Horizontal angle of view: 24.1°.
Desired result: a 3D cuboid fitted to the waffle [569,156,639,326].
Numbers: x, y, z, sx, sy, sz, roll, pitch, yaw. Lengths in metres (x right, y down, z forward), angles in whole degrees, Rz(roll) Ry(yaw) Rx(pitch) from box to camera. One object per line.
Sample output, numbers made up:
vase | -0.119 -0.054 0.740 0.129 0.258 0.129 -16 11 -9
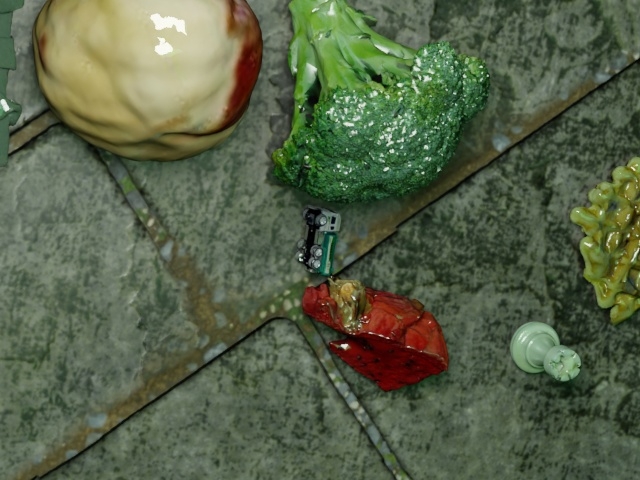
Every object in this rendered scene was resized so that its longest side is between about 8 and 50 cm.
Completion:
waffle | 0.435 -0.013 1.937 0.223 0.054 0.204 -26 107 -10

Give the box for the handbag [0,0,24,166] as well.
handbag | -0.430 -0.204 1.539 0.260 0.079 0.248 0 107 -32

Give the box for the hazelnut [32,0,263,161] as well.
hazelnut | -0.186 -0.208 1.630 0.261 0.261 0.241 2 69 -18

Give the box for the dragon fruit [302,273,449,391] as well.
dragon fruit | 0.062 0.101 1.848 0.192 0.122 0.092 26 53 -17

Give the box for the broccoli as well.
broccoli | 0.058 -0.176 1.711 0.269 0.254 0.269 12 63 -23

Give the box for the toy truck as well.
toy truck | 0.000 0.000 1.810 0.044 0.039 0.083 2 103 -35

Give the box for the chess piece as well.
chess piece | 0.288 0.145 1.897 0.067 0.103 0.067 -4 103 -18
